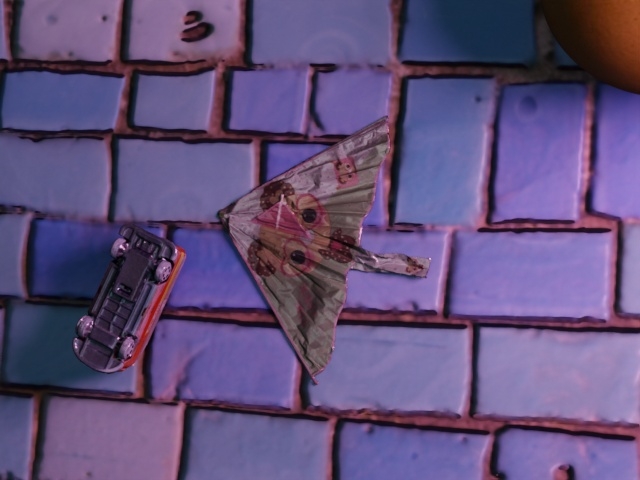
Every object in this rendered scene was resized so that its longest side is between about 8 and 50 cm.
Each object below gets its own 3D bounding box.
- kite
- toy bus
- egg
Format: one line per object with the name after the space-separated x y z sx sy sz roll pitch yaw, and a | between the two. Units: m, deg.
0.000 0.000 1.749 0.268 0.013 0.322 17 91 17 | kite
-0.223 0.071 1.774 0.079 0.077 0.174 25 94 16 | toy bus
0.385 -0.274 1.534 0.323 0.250 0.250 -10 83 9 | egg
